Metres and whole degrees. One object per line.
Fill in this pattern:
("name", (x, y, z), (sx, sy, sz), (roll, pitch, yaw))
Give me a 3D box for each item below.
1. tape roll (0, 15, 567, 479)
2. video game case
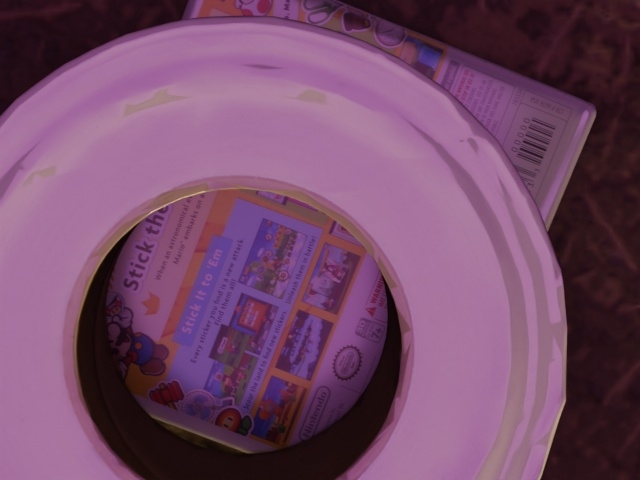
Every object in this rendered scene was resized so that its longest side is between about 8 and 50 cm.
("tape roll", (-0.034, 0.042, 0.612), (0.286, 0.100, 0.286), (0, 96, -1))
("video game case", (0.000, 0.000, 0.670), (0.206, 0.026, 0.227), (21, 96, -4))
